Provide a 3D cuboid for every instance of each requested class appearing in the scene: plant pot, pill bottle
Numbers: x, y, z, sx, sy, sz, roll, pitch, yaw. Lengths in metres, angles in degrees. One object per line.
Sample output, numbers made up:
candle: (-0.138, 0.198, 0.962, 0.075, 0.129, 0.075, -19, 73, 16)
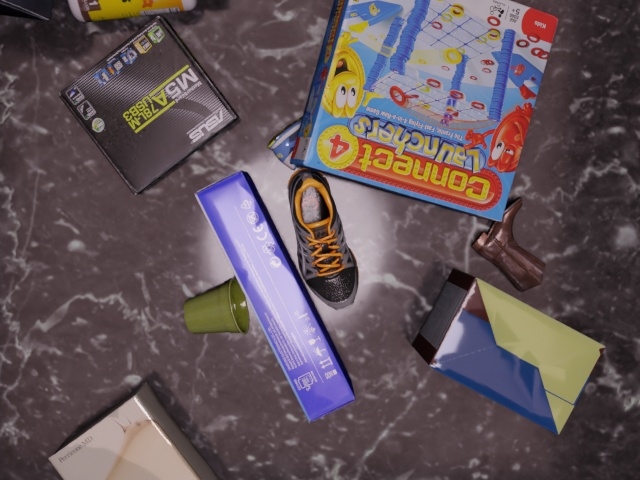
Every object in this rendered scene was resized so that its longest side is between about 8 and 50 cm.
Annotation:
plant pot: (-0.154, 0.103, 1.541, 0.079, 0.083, 0.083, -13, 93, 10)
pill bottle: (-0.246, -0.375, 1.493, 0.215, 0.117, 0.117, -7, 93, -1)

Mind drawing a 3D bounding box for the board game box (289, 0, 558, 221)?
board game box: (0.146, -0.211, 1.496, 0.308, 0.086, 0.302, 15, 92, -15)

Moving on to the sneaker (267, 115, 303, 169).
sneaker: (-0.005, -0.159, 1.544, 0.144, 0.053, 0.059, -34, 99, 5)

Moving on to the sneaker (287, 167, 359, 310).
sneaker: (0.000, 0.000, 1.534, 0.084, 0.083, 0.215, -19, 94, -2)

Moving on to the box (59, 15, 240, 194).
box: (-0.246, -0.193, 1.531, 0.191, 0.045, 0.184, -36, 91, 6)

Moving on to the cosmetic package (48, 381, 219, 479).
cosmetic package: (-0.228, 0.378, 1.528, 0.160, 0.113, 0.309, -37, 94, 0)

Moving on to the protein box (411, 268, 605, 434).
protein box: (0.255, 0.148, 1.487, 0.200, 0.201, 0.136, 28, 91, -3)

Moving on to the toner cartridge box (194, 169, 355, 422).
toner cartridge box: (-0.061, 0.072, 1.494, 0.075, 0.165, 0.348, -26, 92, -1)

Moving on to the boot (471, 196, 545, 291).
boot: (0.297, 0.008, 1.565, 0.114, 0.037, 0.106, 40, 104, 0)

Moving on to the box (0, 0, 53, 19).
box: (-0.577, -0.557, 1.332, 0.480, 0.297, 0.472, 10, 94, 16)
